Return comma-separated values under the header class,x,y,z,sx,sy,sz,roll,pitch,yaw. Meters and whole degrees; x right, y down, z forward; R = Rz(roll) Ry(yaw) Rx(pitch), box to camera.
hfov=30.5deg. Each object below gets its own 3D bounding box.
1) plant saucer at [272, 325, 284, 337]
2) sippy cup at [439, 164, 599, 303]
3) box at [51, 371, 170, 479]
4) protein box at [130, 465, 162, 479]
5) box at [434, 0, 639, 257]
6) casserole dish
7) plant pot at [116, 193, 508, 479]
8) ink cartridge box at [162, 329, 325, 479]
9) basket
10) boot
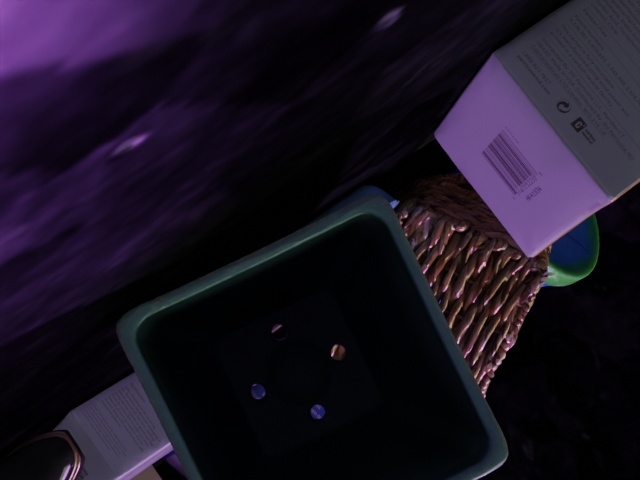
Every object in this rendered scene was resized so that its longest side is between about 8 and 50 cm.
class,x,y,z,sx,sy,sz,roll,pitch,yaw
plant saucer,-0.060,0.085,1.473,0.310,0.050,0.310,-37,175,-4
sippy cup,0.225,-0.015,1.617,0.224,0.305,0.240,-29,-136,37
box,-0.216,0.212,1.326,0.170,0.091,0.130,-31,171,-44
protein box,-0.293,0.356,1.447,0.136,0.200,0.201,-39,174,23
box,0.313,-0.165,1.142,0.345,0.168,0.215,-36,173,-16
casserole dish,0.000,0.000,1.226,0.188,0.037,0.114,-36,173,-18
plant pot,-0.015,0.129,1.070,0.247,0.248,0.252,-26,179,-6
ink cartridge box,-0.018,0.191,1.674,0.395,0.151,0.270,-47,-174,-30
basket,0.129,0.067,1.398,0.223,0.213,0.299,-56,170,-64
boot,-0.337,0.265,1.155,0.198,0.077,0.137,-40,168,12
